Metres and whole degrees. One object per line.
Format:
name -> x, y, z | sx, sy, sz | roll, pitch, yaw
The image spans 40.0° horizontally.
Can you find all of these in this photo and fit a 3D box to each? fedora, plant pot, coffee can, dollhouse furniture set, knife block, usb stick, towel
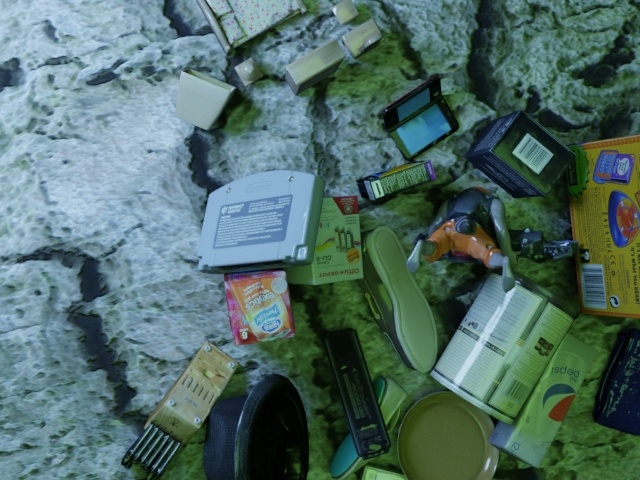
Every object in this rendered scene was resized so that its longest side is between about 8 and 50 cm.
fedora -> -0.146, 0.437, 1.803 | 0.152, 0.334, 0.334 | -1, 93, 25
plant pot -> 0.272, 0.447, 1.899 | 0.236, 0.032, 0.237 | 4, 76, -15
coffee can -> 0.384, 0.216, 1.843 | 0.201, 0.201, 0.275 | 32, 90, -5
dollhouse furniture set -> -0.078, -0.493, 1.789 | 0.303, 0.174, 0.356 | -30, 95, -3
plant pot -> -0.246, -0.289, 1.821 | 0.109, 0.109, 0.096 | 21, 102, -6
knife block -> -0.308, 0.372, 1.860 | 0.088, 0.242, 0.276 | 37, 44, -6
usb stick -> 0.076, 0.319, 1.855 | 0.077, 0.045, 0.278 | -17, 73, -2
towel -> 0.775, 0.342, 1.951 | 0.308, 0.076, 0.228 | 20, 98, -6

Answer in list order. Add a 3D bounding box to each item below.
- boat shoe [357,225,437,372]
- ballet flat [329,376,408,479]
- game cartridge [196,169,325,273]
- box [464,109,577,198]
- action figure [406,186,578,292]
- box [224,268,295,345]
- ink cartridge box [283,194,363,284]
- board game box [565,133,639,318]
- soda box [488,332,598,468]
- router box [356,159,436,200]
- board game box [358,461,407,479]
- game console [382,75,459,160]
boat shoe -> 0.152, 0.131, 1.873 | 0.116, 0.096, 0.325 | -30, 100, -44
ballet flat -> 0.111, 0.415, 1.894 | 0.086, 0.086, 0.249 | 29, 89, -5
game cartridge -> -0.119, -0.039, 1.757 | 0.062, 0.297, 0.198 | 33, 60, -43
box -> 0.410, -0.175, 1.826 | 0.153, 0.207, 0.108 | 38, 89, -6
action figure -> 0.344, -0.022, 1.769 | 0.341, 0.330, 0.179 | -1, 115, 15
box -> -0.126, 0.124, 1.767 | 0.122, 0.257, 0.128 | -9, 93, -6
ink cartridge box -> 0.000, 0.000, 1.820 | 0.128, 0.127, 0.176 | -7, 94, -31
board game box -> 0.752, -0.044, 1.737 | 0.356, 0.356, 0.357 | -8, 93, -26
soda box -> 0.478, 0.336, 1.889 | 0.091, 0.098, 0.286 | 31, 81, -7
router box -> 0.153, -0.125, 1.821 | 0.133, 0.179, 0.046 | -19, 96, -5
board game box -> 0.217, 0.614, 1.918 | 0.305, 0.053, 0.193 | 15, 90, -5
game console -> 0.216, -0.259, 1.871 | 0.144, 0.124, 0.085 | -33, 68, -3
